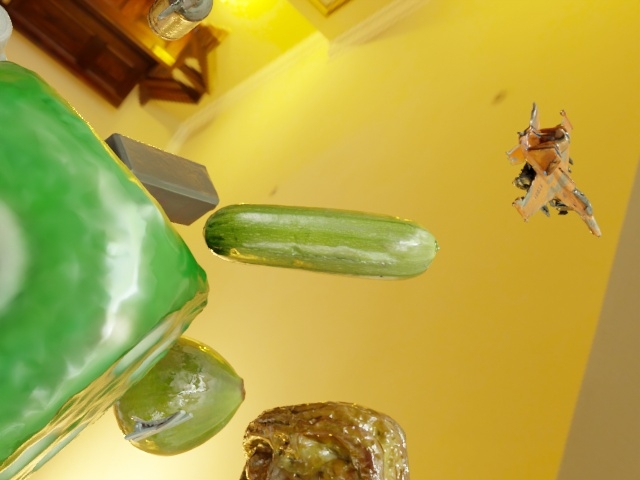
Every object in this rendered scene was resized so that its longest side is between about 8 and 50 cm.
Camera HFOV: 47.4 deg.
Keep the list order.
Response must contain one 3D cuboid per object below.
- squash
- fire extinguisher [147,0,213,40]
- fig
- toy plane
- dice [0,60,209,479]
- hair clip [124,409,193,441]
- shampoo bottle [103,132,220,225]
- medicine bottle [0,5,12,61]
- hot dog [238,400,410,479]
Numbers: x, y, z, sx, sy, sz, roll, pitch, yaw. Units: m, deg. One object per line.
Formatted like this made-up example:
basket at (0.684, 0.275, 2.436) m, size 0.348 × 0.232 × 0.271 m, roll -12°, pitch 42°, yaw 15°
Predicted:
squash at (0.000, 0.000, 0.734) m, size 0.069 × 0.238 × 0.069 m, roll 6°, pitch 90°, yaw -87°
fire extinguisher at (-0.220, -0.361, 1.157) m, size 0.106 × 0.075 × 0.252 m, roll -65°, pitch -156°, yaw -6°
fig at (-0.335, 0.366, 1.744) m, size 0.316 × 0.316 × 0.316 m, roll -40°, pitch -154°, yaw 24°
toy plane at (0.257, -0.060, 0.796) m, size 0.062 × 0.188 × 0.135 m, roll 13°, pitch -115°, yaw 43°
dice at (-0.291, 0.040, 0.651) m, size 0.297 × 0.287 × 0.300 m, roll -45°, pitch 178°, yaw -16°
hair clip at (-0.251, 0.277, 1.126) m, size 0.115 × 0.030 × 0.039 m, roll -21°, pitch -116°, yaw 20°
shampoo bottle at (-0.236, -0.082, 1.083) m, size 0.080 × 0.246 × 0.079 m, roll -32°, pitch -111°, yaw 20°
medicine bottle at (-0.483, -0.234, 0.970) m, size 0.088 × 0.132 × 0.188 m, roll -26°, pitch 169°, yaw -49°
hot dog at (-0.019, 0.297, 0.932) m, size 0.259 × 0.114 × 0.175 m, roll -13°, pitch -104°, yaw 32°
